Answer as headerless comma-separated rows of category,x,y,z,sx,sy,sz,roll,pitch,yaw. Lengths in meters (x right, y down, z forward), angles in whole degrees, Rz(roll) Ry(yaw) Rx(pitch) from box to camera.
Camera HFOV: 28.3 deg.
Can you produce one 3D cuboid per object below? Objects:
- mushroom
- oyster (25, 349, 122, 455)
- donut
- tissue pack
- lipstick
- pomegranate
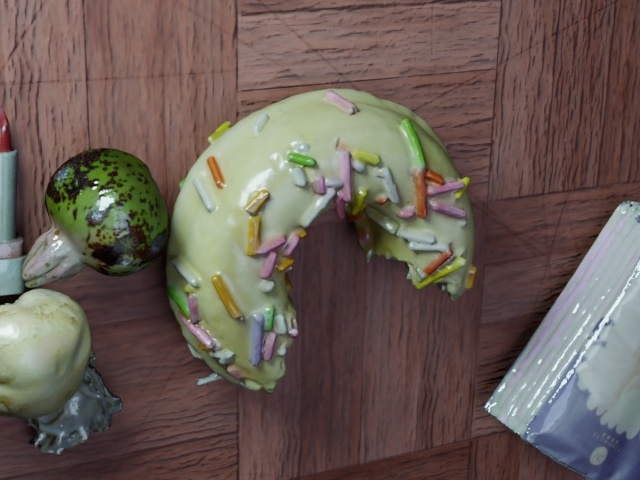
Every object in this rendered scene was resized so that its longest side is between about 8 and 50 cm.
mushroom,-0.294,0.114,1.264,0.148,0.112,0.148,-49,160,-25
oyster,-0.280,0.156,1.373,0.108,0.053,0.166,-15,124,-1
donut,0.005,-0.009,1.396,0.371,0.150,0.307,-24,118,-16
tissue pack,0.405,0.147,1.671,0.242,0.125,0.344,33,92,-32
lipstick,-0.327,-0.041,1.276,0.063,0.057,0.186,-1,104,-24
pomegranate,-0.229,-0.015,1.292,0.163,0.125,0.138,-45,81,18
